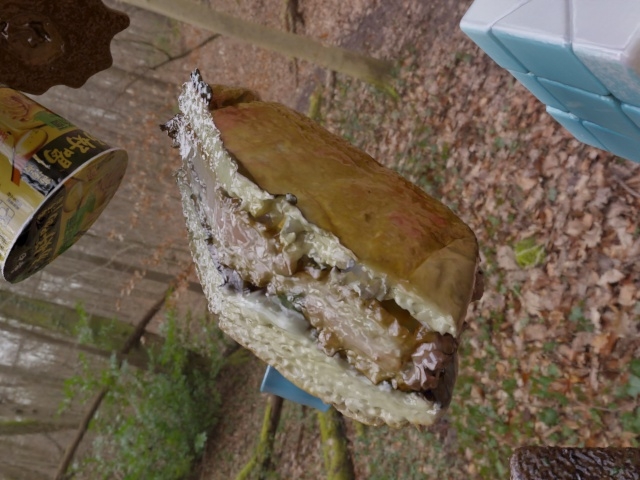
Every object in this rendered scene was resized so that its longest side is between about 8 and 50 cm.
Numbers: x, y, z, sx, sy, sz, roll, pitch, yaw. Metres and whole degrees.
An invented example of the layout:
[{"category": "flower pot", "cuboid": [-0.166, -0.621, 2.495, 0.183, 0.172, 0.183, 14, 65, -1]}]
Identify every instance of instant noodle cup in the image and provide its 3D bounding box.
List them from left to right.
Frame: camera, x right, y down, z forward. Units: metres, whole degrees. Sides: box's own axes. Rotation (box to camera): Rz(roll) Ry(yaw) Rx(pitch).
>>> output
[{"category": "instant noodle cup", "cuboid": [-0.262, -0.057, 0.530, 0.151, 0.122, 0.151, -49, 6, 7]}]

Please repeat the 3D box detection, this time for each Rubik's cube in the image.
[{"category": "Rubik's cube", "cuboid": [0.433, -0.287, 0.740, 0.319, 0.316, 0.322, -55, 31, 10]}]

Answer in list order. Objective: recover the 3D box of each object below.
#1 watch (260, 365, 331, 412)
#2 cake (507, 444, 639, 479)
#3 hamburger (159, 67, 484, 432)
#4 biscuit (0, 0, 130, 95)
[{"category": "watch", "cuboid": [-0.004, 0.102, 0.744, 0.211, 0.211, 0.193, -46, 23, 61]}, {"category": "cake", "cuboid": [0.393, 0.340, 0.893, 0.135, 0.246, 0.112, 57, 175, 43]}, {"category": "hamburger", "cuboid": [0.000, 0.000, 0.459, 0.282, 0.245, 0.155, -105, 29, -48]}, {"category": "biscuit", "cuboid": [-0.380, -0.302, 0.858, 0.034, 0.215, 0.182, 44, 142, 50]}]
